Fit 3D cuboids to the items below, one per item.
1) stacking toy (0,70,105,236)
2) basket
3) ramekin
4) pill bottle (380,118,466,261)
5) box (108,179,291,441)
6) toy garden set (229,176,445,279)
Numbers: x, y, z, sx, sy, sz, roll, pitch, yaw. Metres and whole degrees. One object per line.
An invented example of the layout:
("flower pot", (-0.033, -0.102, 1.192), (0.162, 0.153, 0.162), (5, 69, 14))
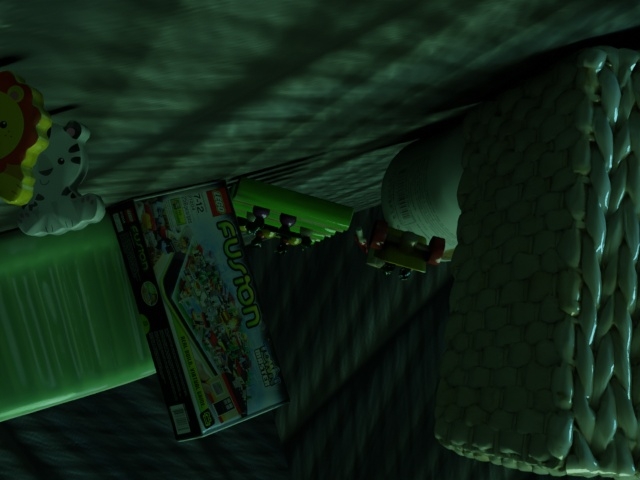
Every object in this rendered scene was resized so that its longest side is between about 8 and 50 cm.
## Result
("stacking toy", (-0.199, -0.012, 0.600), (0.221, 0.052, 0.167), (-14, 177, 1))
("basket", (0.264, 0.030, 1.200), (0.266, 0.328, 0.331), (6, 175, -10))
("ramekin", (-0.280, 0.080, 1.372), (0.303, 0.148, 0.303), (-16, 179, 0))
("pill bottle", (0.158, -0.055, 1.474), (0.131, 0.131, 0.229), (-16, 179, -21))
("box", (-0.103, 0.057, 1.313), (0.036, 0.207, 0.114), (-17, 180, 42))
("toy garden set", (0.000, 0.000, 1.496), (0.204, 0.049, 0.244), (16, 174, -7))
